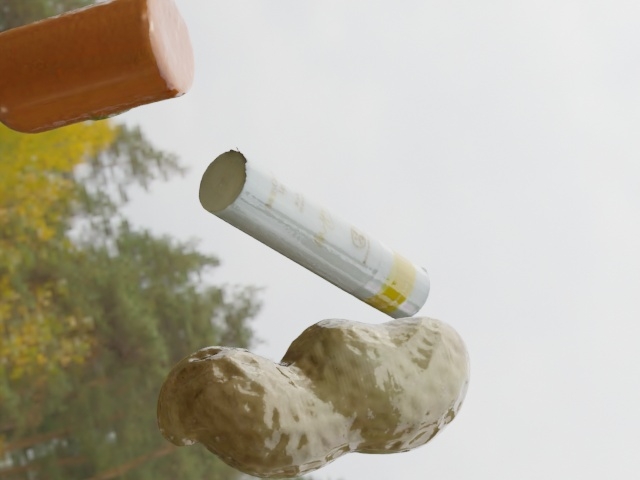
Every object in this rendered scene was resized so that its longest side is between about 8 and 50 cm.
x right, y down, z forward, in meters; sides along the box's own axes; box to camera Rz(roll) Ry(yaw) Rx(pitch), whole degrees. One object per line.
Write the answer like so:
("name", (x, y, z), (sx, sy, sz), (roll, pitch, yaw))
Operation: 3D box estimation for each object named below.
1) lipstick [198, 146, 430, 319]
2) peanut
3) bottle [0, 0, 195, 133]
("lipstick", (0.000, 0.000, 1.205), (0.059, 0.264, 0.059), (-21, -126, 33))
("peanut", (-0.001, 0.108, 0.952), (0.085, 0.227, 0.104), (132, -56, -64))
("bottle", (-0.171, -0.099, 0.835), (0.069, 0.187, 0.069), (-11, 90, -72))
